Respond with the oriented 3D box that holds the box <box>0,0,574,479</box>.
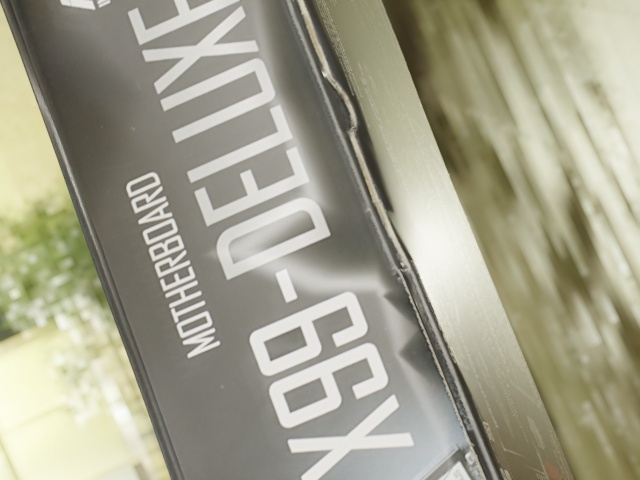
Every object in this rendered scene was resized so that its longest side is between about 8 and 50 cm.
[{"bbox_3d":[0.000,0.000,0.579,0.242,0.076,0.307,37,-149,-75],"label":"box"}]
